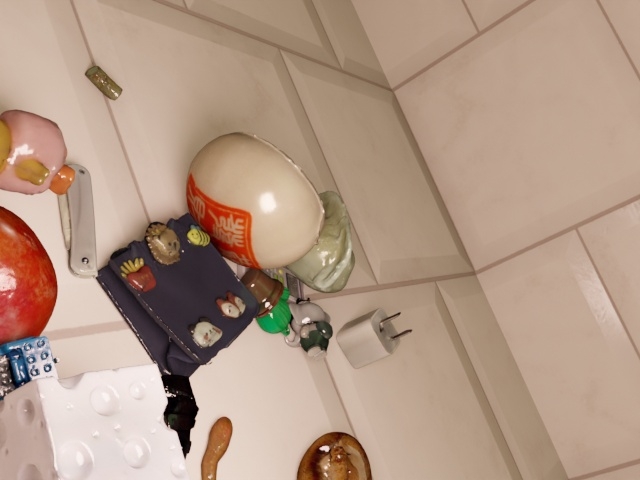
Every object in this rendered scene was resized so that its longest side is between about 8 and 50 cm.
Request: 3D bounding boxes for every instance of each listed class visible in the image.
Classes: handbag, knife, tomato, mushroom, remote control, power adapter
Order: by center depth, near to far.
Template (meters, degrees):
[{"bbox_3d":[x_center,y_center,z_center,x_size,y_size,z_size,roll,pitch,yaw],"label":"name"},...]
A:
[{"bbox_3d":[-0.551,0.048,1.198,0.309,0.170,0.309,39,35,-35],"label":"tomato"},{"bbox_3d":[-0.509,-0.043,1.489,0.073,0.040,0.266,9,57,-42],"label":"knife"},{"bbox_3d":[-0.310,0.111,1.589,0.329,0.122,0.303,56,29,-6],"label":"handbag"},{"bbox_3d":[0.027,0.581,1.710,0.231,0.138,0.194,-52,124,-48],"label":"mushroom"},{"bbox_3d":[-0.134,0.107,1.960,0.250,0.034,0.103,32,40,-43],"label":"remote control"},{"bbox_3d":[0.172,0.280,2.121,0.130,0.205,0.125,60,28,-4],"label":"power adapter"}]

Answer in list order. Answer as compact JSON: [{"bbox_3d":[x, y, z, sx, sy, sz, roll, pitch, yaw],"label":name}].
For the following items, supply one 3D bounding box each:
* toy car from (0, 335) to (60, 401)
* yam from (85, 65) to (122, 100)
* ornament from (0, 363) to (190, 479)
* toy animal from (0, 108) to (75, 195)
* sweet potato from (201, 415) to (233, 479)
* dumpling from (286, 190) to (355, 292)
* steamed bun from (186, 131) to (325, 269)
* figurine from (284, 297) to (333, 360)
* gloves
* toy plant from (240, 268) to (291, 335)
[{"bbox_3d":[-0.508,0.214,1.128,0.191,0.100,0.097,-14,83,-31],"label":"toy car"},{"bbox_3d":[-0.533,-0.388,1.751,0.094,0.043,0.043,47,31,-24],"label":"yam"},{"bbox_3d":[-0.387,0.354,1.118,0.240,0.239,0.239,5,59,-57],"label":"ornament"},{"bbox_3d":[-0.602,-0.166,1.319,0.195,0.169,0.281,26,18,32],"label":"toy animal"},{"bbox_3d":[-0.222,0.461,1.492,0.050,0.050,0.214,43,37,-30],"label":"sweet potato"},{"bbox_3d":[-0.015,0.024,1.963,0.211,0.320,0.270,-29,134,-35],"label":"dumpling"},{"bbox_3d":[-0.182,-0.075,1.752,0.241,0.374,0.374,-47,110,-21],"label":"steamed bun"},{"bbox_3d":[-0.031,0.233,1.921,0.147,0.126,0.192,28,33,-37],"label":"figurine"},{"bbox_3d":[-0.303,0.375,1.379,0.164,0.124,0.203,0,55,-38],"label":"gloves"},{"bbox_3d":[-0.131,0.161,1.848,0.200,0.105,0.143,56,34,-30],"label":"toy plant"}]
